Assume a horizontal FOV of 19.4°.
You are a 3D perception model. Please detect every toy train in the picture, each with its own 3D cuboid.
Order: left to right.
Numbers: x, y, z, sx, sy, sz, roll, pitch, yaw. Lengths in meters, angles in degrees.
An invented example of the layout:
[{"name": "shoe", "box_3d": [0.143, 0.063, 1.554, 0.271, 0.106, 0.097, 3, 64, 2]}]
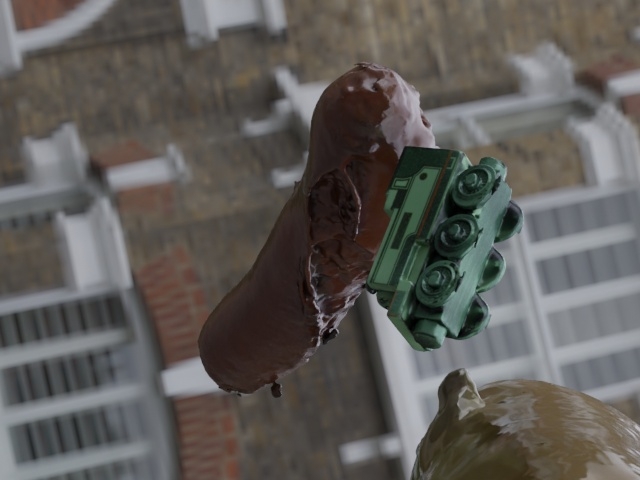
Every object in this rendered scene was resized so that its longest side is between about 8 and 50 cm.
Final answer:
[{"name": "toy train", "box_3d": [0.045, 0.003, 0.727, 0.033, 0.053, 0.083, 51, 54, -48]}]

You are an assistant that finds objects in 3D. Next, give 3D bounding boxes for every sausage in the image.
[{"name": "sausage", "box_3d": [0.002, 0.000, 1.089, 0.079, 0.087, 0.326, 69, -27, 23]}]

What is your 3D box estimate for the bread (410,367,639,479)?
[{"name": "bread", "box_3d": [0.141, 0.276, 1.024, 0.376, 0.253, 0.348, -94, -159, -85]}]
